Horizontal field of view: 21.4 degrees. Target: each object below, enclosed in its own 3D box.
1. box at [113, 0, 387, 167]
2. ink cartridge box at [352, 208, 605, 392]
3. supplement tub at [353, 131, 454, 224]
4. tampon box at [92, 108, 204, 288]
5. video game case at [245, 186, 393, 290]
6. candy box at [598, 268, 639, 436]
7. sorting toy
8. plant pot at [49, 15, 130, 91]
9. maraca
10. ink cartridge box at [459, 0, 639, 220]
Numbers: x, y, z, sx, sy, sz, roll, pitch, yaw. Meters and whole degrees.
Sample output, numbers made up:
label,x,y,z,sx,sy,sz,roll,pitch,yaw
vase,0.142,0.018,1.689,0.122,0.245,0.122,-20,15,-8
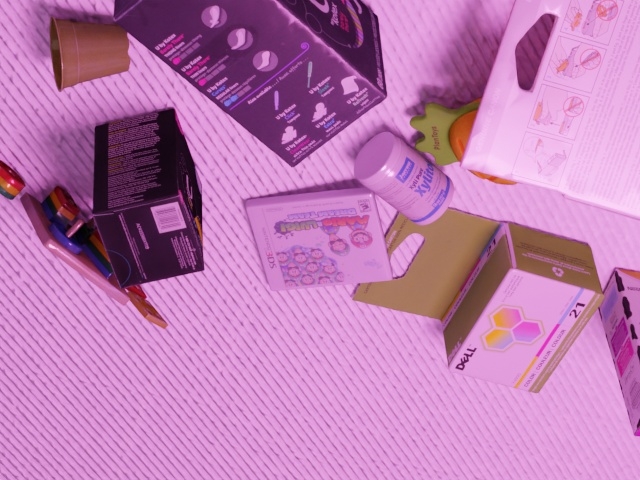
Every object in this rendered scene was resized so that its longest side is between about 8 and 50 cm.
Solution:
label,x,y,z,sx,sy,sz,roll,pitch,yaw
box,-0.071,-0.235,1.776,0.143,0.165,0.270,-36,125,24
ink cartridge box,0.192,0.071,2.107,0.255,0.097,0.189,15,128,-17
supplement tub,0.099,-0.072,1.993,0.107,0.071,0.071,35,120,-31
tampon box,-0.195,-0.049,1.927,0.101,0.161,0.120,-12,132,5
video game case,0.000,0.000,2.066,0.157,0.019,0.143,-6,131,11
candy box,0.449,0.145,2.103,0.159,0.233,0.071,8,129,-13
sorting toy,-0.272,0.003,1.992,0.046,0.132,0.274,-46,124,5
plant pot,-0.251,-0.207,1.849,0.079,0.083,0.083,-7,132,-15
maraca,0.196,-0.118,1.948,0.186,0.099,0.127,4,140,16
ink cartridge box,0.314,-0.187,1.850,0.261,0.066,0.296,16,106,-8
